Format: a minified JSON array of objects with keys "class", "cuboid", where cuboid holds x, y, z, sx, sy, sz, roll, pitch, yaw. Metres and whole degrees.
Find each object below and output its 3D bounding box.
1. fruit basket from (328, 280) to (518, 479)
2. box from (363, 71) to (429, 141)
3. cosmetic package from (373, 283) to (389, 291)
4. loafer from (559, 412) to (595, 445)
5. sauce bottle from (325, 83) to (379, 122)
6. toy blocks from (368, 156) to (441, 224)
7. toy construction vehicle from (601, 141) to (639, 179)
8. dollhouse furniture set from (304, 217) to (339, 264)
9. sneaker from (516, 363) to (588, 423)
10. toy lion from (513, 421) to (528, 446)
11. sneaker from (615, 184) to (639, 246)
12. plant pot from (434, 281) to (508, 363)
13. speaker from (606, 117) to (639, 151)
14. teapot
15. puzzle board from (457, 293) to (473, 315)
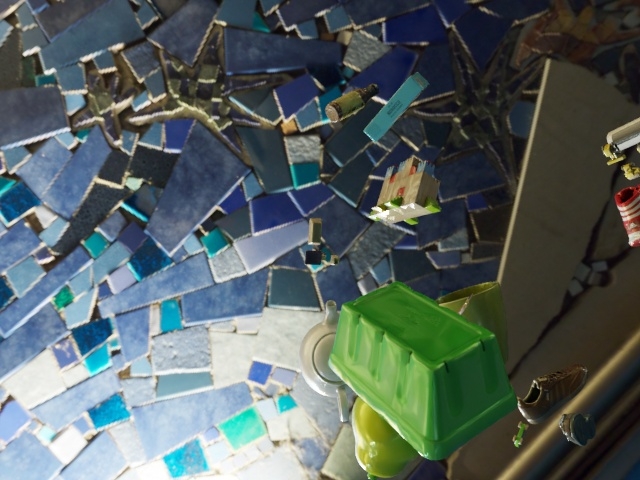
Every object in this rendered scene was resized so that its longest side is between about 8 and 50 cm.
[{"class":"fruit basket","cuboid":[0.190,0.326,0.998,0.282,0.392,0.392,-19,163,-26]},{"class":"box","cuboid":[0.256,-0.450,1.565,0.244,0.060,0.100,-46,-179,36]},{"class":"cosmetic package","cuboid":[0.309,0.383,1.957,0.196,0.366,0.155,-33,173,2]},{"class":"loafer","cuboid":[0.811,0.603,1.485,0.084,0.096,0.267,-13,156,40]},{"class":"sauce bottle","cuboid":[0.067,-0.278,0.921,0.128,0.042,0.042,-35,171,-26]},{"class":"toy blocks","cuboid":[0.377,-0.229,1.966,0.381,0.190,0.261,-14,-126,62]},{"class":"toy construction vehicle","cuboid":[0.635,-0.163,0.939,0.035,0.098,0.085,-52,-163,-31]},{"class":"dollhouse furniture set","cuboid":[0.000,0.000,1.167,0.081,0.090,0.115,-150,-116,-74]},{"class":"sneaker","cuboid":[0.541,0.342,1.078,0.188,0.071,0.066,-40,180,-9]},{"class":"toy lion","cuboid":[0.782,0.762,1.801,0.100,0.034,0.096,-48,138,-31]},{"class":"sneaker","cuboid":[0.714,-0.061,0.987,0.221,0.128,0.087,-2,163,-39]},{"class":"plant pot","cuboid":[0.610,0.344,1.801,0.274,0.294,0.275,-19,176,-2]},{"class":"speaker","cuboid":[0.765,-0.265,1.103,0.055,0.055,0.136,-43,-175,-26]},{"class":"teapot","cuboid":[0.049,0.357,1.386,0.253,0.256,0.187,-51,173,-9]},{"class":"puzzle board","cuboid":[0.469,0.244,1.551,0.096,0.011,0.128,-32,149,-55]}]
